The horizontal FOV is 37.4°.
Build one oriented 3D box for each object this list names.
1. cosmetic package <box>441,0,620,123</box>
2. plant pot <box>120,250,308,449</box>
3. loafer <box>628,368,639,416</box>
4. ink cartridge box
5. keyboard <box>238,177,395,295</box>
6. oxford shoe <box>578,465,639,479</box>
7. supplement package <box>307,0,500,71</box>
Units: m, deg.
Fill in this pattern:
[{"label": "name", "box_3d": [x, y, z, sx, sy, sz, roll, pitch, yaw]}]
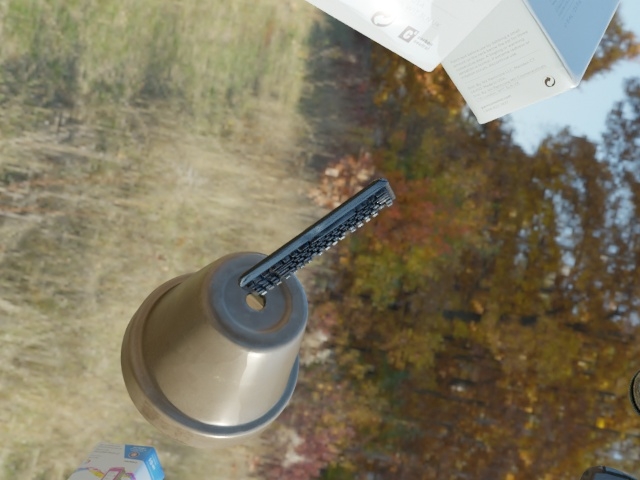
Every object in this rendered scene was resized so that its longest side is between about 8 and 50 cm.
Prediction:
[{"label": "cosmetic package", "box_3d": [0.153, -0.317, 0.786, 0.097, 0.284, 0.377, -18, -154, 42]}, {"label": "plant pot", "box_3d": [-0.128, 0.131, 1.313, 0.229, 0.263, 0.263, 128, -20, -54]}, {"label": "loafer", "box_3d": [0.457, 0.148, 0.962, 0.084, 0.267, 0.096, 75, 17, -67]}, {"label": "ink cartridge box", "box_3d": [-0.266, 0.311, 1.177, 0.122, 0.088, 0.052, -55, 138, -54]}, {"label": "keyboard", "box_3d": [0.000, 0.000, 0.980, 0.180, 0.023, 0.108, -34, 171, 3]}, {"label": "oxford shoe", "box_3d": [0.366, 0.316, 1.004, 0.076, 0.212, 0.076, -50, 161, -33]}, {"label": "supplement package", "box_3d": [0.061, -0.210, 0.338, 0.244, 0.134, 0.139, -44, -143, 34]}]
